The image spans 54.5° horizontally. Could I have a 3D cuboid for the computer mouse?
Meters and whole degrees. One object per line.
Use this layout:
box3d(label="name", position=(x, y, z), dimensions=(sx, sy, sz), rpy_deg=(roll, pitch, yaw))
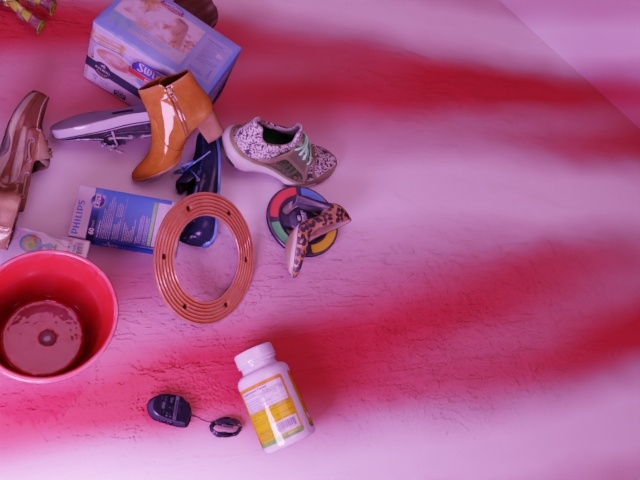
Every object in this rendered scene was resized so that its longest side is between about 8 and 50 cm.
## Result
box3d(label="computer mouse", position=(-0.302, 0.427, 1.487), dimensions=(0.242, 0.041, 0.071), rpy_deg=(25, 41, -21))

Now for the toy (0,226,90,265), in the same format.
box3d(label="toy", position=(-0.677, 0.047, 1.458), dimensions=(0.237, 0.056, 0.137), rpy_deg=(10, 67, -13))

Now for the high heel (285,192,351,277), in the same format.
box3d(label="high heel", position=(0.000, 0.000, 1.763), dimensions=(0.186, 0.093, 0.261), rpy_deg=(16, 63, -19))

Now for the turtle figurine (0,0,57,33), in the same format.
box3d(label="turtle figurine", position=(-0.849, -0.683, 1.710), dimensions=(0.217, 0.087, 0.270), rpy_deg=(26, 57, -14))

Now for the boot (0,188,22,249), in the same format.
box3d(label="boot", position=(-0.824, -0.022, 1.358), dimensions=(0.269, 0.089, 0.236), rpy_deg=(15, 94, -23))

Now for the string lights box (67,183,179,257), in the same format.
box3d(label="string lights box", position=(-0.479, -0.046, 1.552), dimensions=(0.259, 0.077, 0.134), rpy_deg=(10, 76, -10))

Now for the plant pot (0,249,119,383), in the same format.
box3d(label="plant pot", position=(-0.584, 0.185, 1.322), dimensions=(0.274, 0.243, 0.275), rpy_deg=(10, 65, -22))

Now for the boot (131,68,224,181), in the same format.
box3d(label="boot", position=(-0.418, -0.302, 1.617), dimensions=(0.211, 0.295, 0.104), rpy_deg=(57, 3, -37))

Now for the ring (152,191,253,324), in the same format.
box3d(label="ring", position=(-0.294, 0.045, 1.582), dimensions=(0.336, 0.032, 0.337), rpy_deg=(2, 87, -53))

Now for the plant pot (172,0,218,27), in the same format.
box3d(label="plant pot", position=(-0.405, -0.672, 1.897), dimensions=(0.167, 0.167, 0.165), rpy_deg=(38, 48, -6))

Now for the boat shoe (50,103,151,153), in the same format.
box3d(label="boat shoe", position=(-0.551, -0.291, 1.658), dimensions=(0.306, 0.105, 0.113), rpy_deg=(-18, 33, -25))

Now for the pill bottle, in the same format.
box3d(label="pill bottle", position=(-0.121, 0.384, 1.533), dimensions=(0.136, 0.136, 0.246), rpy_deg=(-16, 75, -32))

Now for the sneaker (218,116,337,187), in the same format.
box3d(label="sneaker", position=(-0.085, -0.266, 1.819), dimensions=(0.410, 0.182, 0.158), rpy_deg=(6, 66, -41))

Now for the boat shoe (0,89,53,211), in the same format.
box3d(label="boat shoe", position=(-0.729, -0.212, 1.534), dimensions=(0.119, 0.122, 0.324), rpy_deg=(22, 66, -23))

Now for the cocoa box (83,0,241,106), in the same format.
box3d(label="cocoa box", position=(-0.443, -0.505, 1.745), dimensions=(0.347, 0.228, 0.232), rpy_deg=(32, 56, -10))

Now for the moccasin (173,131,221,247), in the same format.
box3d(label="moccasin", position=(-0.336, -0.152, 1.687), dimensions=(0.116, 0.138, 0.342), rpy_deg=(6, 63, -20))

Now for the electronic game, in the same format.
box3d(label="electronic game", position=(-0.052, -0.058, 1.839), dimensions=(0.229, 0.048, 0.229), rpy_deg=(11, 62, -22))
